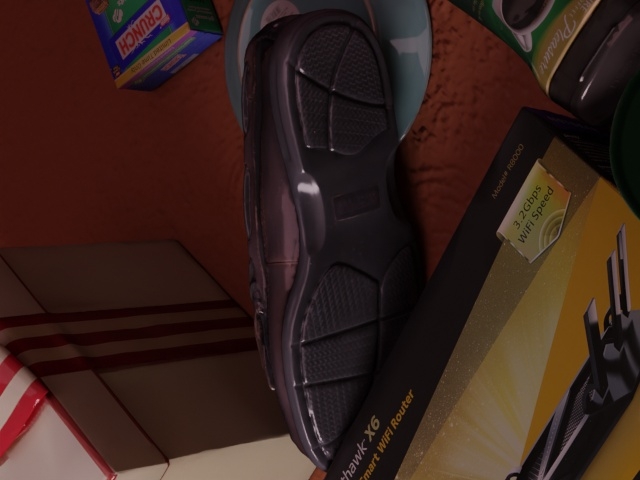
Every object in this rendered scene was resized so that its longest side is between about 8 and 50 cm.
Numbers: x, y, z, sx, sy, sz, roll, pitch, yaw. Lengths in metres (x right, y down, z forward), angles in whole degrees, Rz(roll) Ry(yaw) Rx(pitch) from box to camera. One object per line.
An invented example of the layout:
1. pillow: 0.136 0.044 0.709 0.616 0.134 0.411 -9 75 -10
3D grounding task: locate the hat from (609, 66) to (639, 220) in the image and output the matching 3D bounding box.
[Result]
1. hat: 0.212 -0.113 0.629 0.208 0.183 0.173 -26 49 9

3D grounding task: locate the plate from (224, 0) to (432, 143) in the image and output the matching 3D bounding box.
1. plate: -0.005 -0.131 0.970 0.188 0.024 0.188 4 96 40

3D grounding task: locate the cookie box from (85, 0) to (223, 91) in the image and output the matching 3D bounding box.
1. cookie box: -0.131 -0.181 1.062 0.092 0.040 0.107 -31 73 36

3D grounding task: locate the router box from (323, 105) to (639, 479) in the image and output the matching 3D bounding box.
1. router box: 0.135 0.117 0.787 0.243 0.081 0.309 51 123 46

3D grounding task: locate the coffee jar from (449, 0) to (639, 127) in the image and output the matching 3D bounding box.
1. coffee jar: 0.132 -0.151 0.817 0.184 0.079 0.096 49 125 28

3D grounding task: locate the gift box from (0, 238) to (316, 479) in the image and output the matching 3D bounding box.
1. gift box: -0.193 0.148 0.993 0.276 0.258 0.255 39 116 31

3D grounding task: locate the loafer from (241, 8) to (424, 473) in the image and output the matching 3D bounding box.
1. loafer: 0.000 0.000 0.928 0.095 0.109 0.302 11 108 58
